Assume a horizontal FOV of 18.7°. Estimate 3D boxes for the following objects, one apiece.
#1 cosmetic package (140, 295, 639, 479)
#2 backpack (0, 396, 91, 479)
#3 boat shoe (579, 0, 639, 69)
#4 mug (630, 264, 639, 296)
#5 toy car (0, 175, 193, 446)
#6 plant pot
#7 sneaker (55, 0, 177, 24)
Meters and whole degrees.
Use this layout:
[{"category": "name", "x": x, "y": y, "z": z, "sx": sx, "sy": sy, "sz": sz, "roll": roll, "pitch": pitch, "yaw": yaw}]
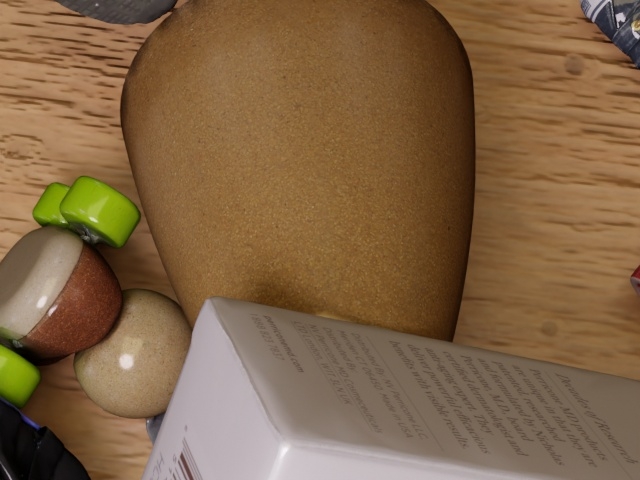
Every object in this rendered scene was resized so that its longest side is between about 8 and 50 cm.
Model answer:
[{"category": "cosmetic package", "x": 0.122, "y": 0.200, "z": 1.103, "sx": 0.453, "sy": 0.161, "sz": 0.230, "roll": 13, "pitch": 111, "yaw": -24}, {"category": "backpack", "x": -0.276, "y": 0.213, "z": 1.224, "sx": 0.213, "sy": 0.276, "sz": 0.263, "roll": 16, "pitch": 66, "yaw": 35}, {"category": "boat shoe", "x": 0.280, "y": -0.192, "z": 1.383, "sx": 0.183, "sy": 0.065, "sz": 0.083, "roll": -38, "pitch": 79, "yaw": 1}, {"category": "mug", "x": 0.293, "y": -0.009, "z": 1.330, "sx": 0.169, "sy": 0.150, "sz": 0.113, "roll": -47, "pitch": 115, "yaw": -4}, {"category": "toy car", "x": -0.137, "y": 0.072, "z": 1.327, "sx": 0.188, "sy": 0.149, "sz": 0.155, "roll": 35, "pitch": 77, "yaw": -17}, {"category": "plant pot", "x": 0.000, "y": 0.000, "z": 1.213, "sx": 0.237, "sy": 0.237, "sz": 0.254, "roll": -10, "pitch": 46, "yaw": 1}, {"category": "sneaker", "x": -0.158, "y": -0.323, "z": 1.306, "sx": 0.158, "sy": 0.182, "sz": 0.410, "roll": -36, "pitch": 69, "yaw": 30}]
